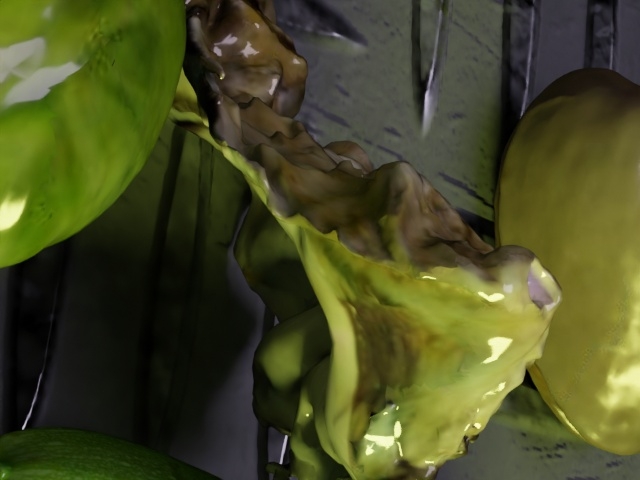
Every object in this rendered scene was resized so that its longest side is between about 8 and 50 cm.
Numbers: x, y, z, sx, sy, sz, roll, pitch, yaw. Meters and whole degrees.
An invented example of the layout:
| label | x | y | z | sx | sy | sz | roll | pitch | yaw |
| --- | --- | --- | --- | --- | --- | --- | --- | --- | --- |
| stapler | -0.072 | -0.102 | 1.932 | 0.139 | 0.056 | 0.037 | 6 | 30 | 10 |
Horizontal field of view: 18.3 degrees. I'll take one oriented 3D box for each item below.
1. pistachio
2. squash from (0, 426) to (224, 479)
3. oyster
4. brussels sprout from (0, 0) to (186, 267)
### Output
| label | x | y | z | sx | sy | sz | roll | pitch | yaw |
| --- | --- | --- | --- | --- | --- | --- | --- | --- | --- |
| pistachio | 0.170 | 0.013 | 1.147 | 0.136 | 0.136 | 0.226 | -7 | 95 | -47 |
| squash | -0.044 | 0.163 | 0.904 | 0.378 | 0.101 | 0.101 | 32 | 60 | -36 |
| oyster | 0.002 | -0.001 | 0.852 | 0.114 | 0.351 | 0.238 | -21 | 105 | -14 |
| brussels sprout | -0.189 | -0.079 | 0.720 | 0.271 | 0.210 | 0.219 | -38 | 118 | -30 |
